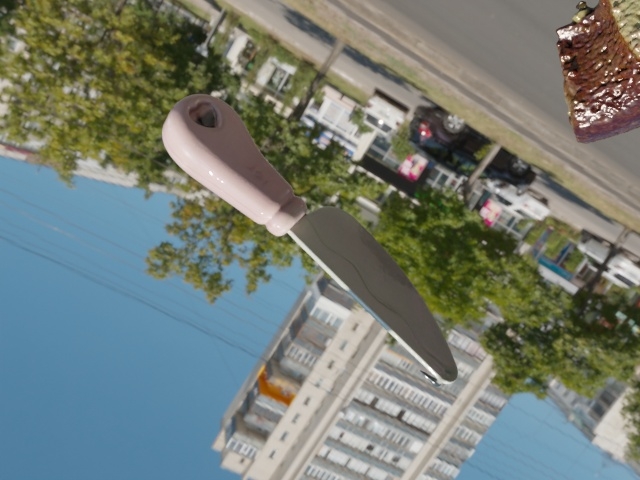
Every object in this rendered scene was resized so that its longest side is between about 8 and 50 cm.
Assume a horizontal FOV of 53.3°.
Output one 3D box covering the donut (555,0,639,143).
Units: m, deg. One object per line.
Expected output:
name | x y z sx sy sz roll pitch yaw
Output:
donut | 0.324 -0.184 0.628 0.186 0.126 0.144 -14 146 38

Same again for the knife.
knife | 0.001 -0.002 0.561 0.336 0.043 0.081 43 -130 -6
